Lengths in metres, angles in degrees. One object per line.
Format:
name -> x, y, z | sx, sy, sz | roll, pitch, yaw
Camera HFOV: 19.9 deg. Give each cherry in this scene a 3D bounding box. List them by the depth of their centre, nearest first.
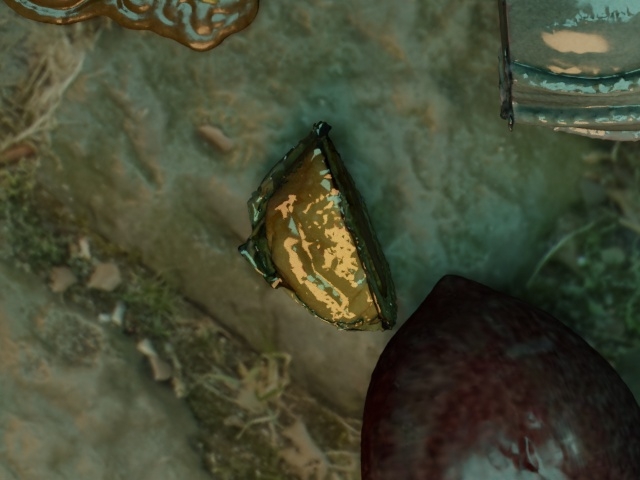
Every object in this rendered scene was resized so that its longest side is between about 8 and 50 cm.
cherry -> 0.141, 0.170, 1.428 | 0.230, 0.203, 0.300 | -20, 83, 11

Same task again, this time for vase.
vase -> 0.344, -0.207, 1.332 | 0.445, 0.250, 0.250 | -6, 99, 3

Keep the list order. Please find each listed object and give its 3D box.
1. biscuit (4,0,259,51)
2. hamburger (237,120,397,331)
biscuit -> -0.187, -0.257, 1.462 | 0.295, 0.044, 0.186 | 8, 98, 3
hamburger -> -0.007, -0.003, 1.474 | 0.102, 0.087, 0.176 | -16, 106, 21
